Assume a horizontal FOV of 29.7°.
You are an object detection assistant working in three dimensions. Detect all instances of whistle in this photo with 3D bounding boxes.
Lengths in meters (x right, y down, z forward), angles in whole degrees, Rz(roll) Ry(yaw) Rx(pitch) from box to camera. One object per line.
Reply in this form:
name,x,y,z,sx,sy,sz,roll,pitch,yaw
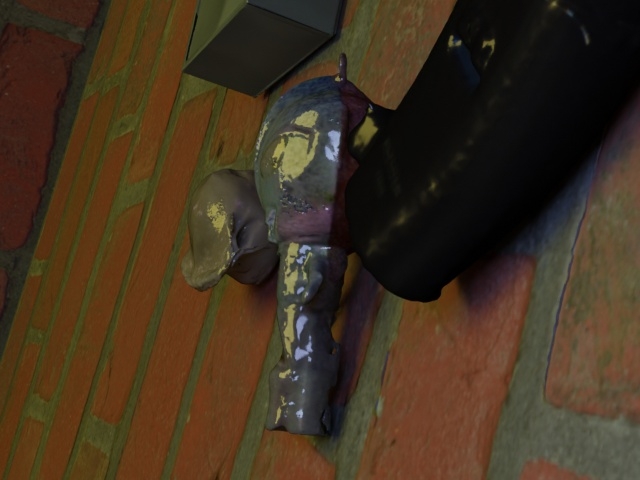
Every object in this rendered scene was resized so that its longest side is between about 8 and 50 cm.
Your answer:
whistle,0.001,0.000,1.084,0.142,0.134,0.346,-7,76,63

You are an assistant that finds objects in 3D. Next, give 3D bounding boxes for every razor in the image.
razor,0.131,-0.114,0.863,0.327,0.107,0.189,-57,26,34

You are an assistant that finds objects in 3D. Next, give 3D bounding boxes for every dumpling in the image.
dumpling,-0.098,-0.008,1.329,0.136,0.118,0.199,-51,8,38

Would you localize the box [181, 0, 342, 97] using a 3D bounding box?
box,-0.058,-0.321,1.469,0.225,0.117,0.225,-26,50,61
